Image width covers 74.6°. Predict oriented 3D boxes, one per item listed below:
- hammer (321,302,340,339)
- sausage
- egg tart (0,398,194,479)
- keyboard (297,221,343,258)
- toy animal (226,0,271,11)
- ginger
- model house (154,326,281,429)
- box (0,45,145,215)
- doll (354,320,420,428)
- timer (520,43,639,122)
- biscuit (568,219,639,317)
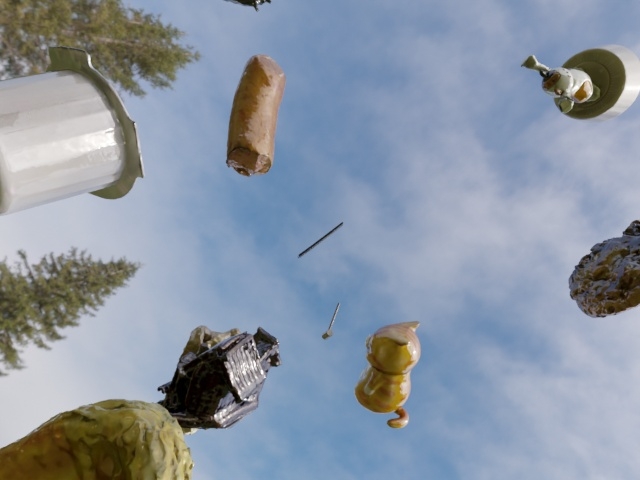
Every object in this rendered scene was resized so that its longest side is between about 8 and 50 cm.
[{"bbox_3d":[0.032,0.213,1.128,0.019,0.110,0.035,28,-37,-8],"label":"hammer"},{"bbox_3d":[-0.130,-0.260,0.862,0.109,0.109,0.270,-12,-118,37],"label":"sausage"},{"bbox_3d":[-0.294,0.366,0.466,0.388,0.388,0.169,3,-51,34],"label":"egg tart"},{"bbox_3d":[0.000,0.000,1.147,0.010,0.155,0.053,53,-10,2],"label":"keyboard"},{"bbox_3d":[-0.188,-0.614,1.058,0.136,0.065,0.047,18,-32,0],"label":"toy animal"},{"bbox_3d":[-0.269,0.351,1.066,0.221,0.130,0.275,23,-104,4],"label":"ginger"},{"bbox_3d":[-0.156,0.216,0.709,0.141,0.203,0.164,17,-84,17],"label":"model house"},{"bbox_3d":[-0.473,-0.150,0.680,0.291,0.206,0.262,-29,-84,37],"label":"box"},{"bbox_3d":[0.187,0.358,1.178,0.162,0.166,0.269,10,-71,13],"label":"doll"},{"bbox_3d":[0.561,-0.343,0.926,0.175,0.266,0.175,25,-58,48],"label":"timer"},{"bbox_3d":[0.668,0.040,0.905,0.289,0.334,0.081,-43,-95,20],"label":"biscuit"}]
